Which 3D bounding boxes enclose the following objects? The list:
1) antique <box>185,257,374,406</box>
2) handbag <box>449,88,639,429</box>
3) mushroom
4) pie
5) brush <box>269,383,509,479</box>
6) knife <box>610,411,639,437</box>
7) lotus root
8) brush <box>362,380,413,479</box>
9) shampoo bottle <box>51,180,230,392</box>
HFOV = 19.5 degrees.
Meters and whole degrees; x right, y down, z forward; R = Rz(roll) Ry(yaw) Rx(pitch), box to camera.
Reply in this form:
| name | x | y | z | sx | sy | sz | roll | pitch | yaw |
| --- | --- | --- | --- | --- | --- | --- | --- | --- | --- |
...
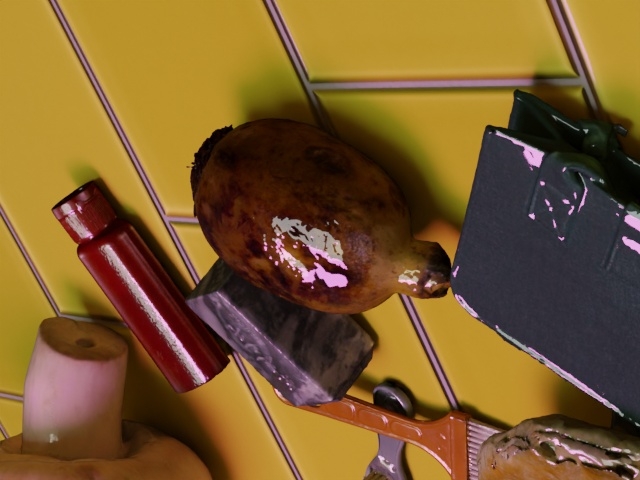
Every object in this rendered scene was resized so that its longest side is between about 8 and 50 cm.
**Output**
| name | x | y | z | sx | sy | sz | roll | pitch | yaw |
| --- | --- | --- | --- | --- | --- | --- | --- | --- | --- |
| antique | -0.037 | 0.088 | 1.918 | 0.183 | 0.086 | 0.088 | 44 | 154 | -14 |
| handbag | 0.265 | 0.038 | 1.542 | 0.326 | 0.089 | 0.238 | 36 | 145 | 20 |
| mushroom | -0.287 | 0.313 | 2.267 | 0.325 | 0.353 | 0.353 | -123 | 19 | -45 |
| pie | 0.277 | 0.243 | 1.689 | 0.306 | 0.071 | 0.306 | 22 | 152 | 12 |
| brush | 0.076 | 0.192 | 1.945 | 0.314 | 0.017 | 0.090 | 17 | 125 | 30 |
| knife | 0.291 | 0.236 | 1.778 | 0.044 | 0.026 | 0.296 | 23 | 144 | 23 |
| lotus root | -0.011 | -0.020 | 1.747 | 0.314 | 0.141 | 0.169 | 25 | 138 | 31 |
| brush | 0.063 | 0.264 | 2.040 | 0.068 | 0.060 | 0.296 | 32 | 145 | 27 |
| shampoo bottle | -0.208 | 0.052 | 2.127 | 0.260 | 0.064 | 0.102 | 56 | 150 | -11 |
